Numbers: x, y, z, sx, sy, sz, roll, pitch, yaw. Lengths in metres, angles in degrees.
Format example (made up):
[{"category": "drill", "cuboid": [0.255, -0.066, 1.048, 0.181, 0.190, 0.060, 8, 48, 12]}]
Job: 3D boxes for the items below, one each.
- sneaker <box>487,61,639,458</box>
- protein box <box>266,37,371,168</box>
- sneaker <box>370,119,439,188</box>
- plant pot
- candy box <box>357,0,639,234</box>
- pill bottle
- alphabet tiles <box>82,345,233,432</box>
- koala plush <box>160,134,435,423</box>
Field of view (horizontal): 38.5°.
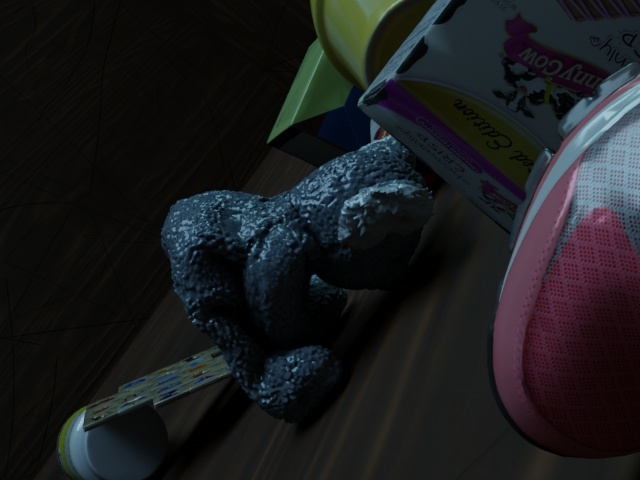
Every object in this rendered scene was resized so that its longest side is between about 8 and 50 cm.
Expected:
[{"category": "sneaker", "cuboid": [0.165, -0.025, 0.266, 0.314, 0.116, 0.136, -46, 12, 24]}, {"category": "protein box", "cuboid": [0.026, -0.236, 1.548, 0.199, 0.136, 0.201, -67, 12, -8]}, {"category": "sneaker", "cuboid": [0.156, -0.140, 0.895, 0.279, 0.107, 0.118, -48, 28, 34]}, {"category": "plant pot", "cuboid": [0.119, -0.253, 1.049, 0.254, 0.254, 0.239, -47, 26, 24]}, {"category": "candy box", "cuboid": [0.156, -0.125, 0.556, 0.233, 0.159, 0.071, -54, 9, -13]}, {"category": "pill bottle", "cuboid": [-0.266, 0.261, 1.175, 0.119, 0.119, 0.208, -55, 11, -24]}, {"category": "alphabet tiles", "cuboid": [-0.157, 0.156, 1.051, 0.237, 0.009, 0.198, -23, 6, -11]}, {"category": "koala plush", "cuboid": [0.000, 0.000, 0.792, 0.221, 0.203, 0.196, -36, 14, 15]}]
